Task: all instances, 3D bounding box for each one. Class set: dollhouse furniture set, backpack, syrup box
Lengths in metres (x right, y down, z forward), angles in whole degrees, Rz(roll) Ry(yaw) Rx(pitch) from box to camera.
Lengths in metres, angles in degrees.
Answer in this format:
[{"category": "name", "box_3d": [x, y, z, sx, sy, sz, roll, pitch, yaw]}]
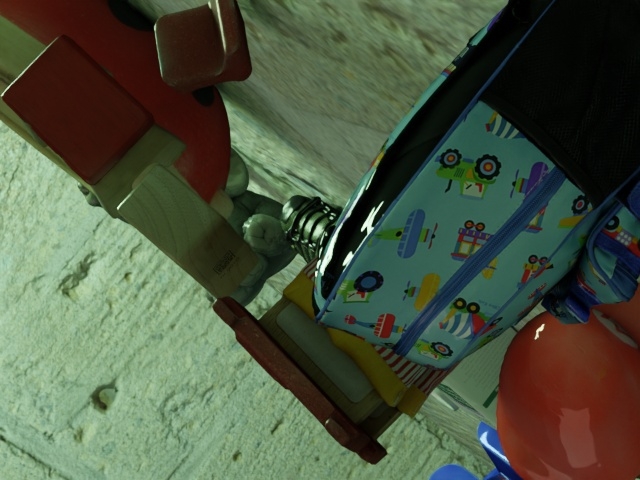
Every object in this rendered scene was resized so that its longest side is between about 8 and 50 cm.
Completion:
[{"category": "dollhouse furniture set", "box_3d": [-0.032, -0.050, 0.833, 0.374, 0.201, 0.152, 43, 176, 18]}, {"category": "backpack", "box_3d": [0.077, -0.015, 0.532, 0.117, 0.173, 0.158, 38, 173, 2]}, {"category": "syrup box", "box_3d": [0.140, 0.105, 1.363, 0.237, 0.096, 0.093, 43, 171, -31]}]

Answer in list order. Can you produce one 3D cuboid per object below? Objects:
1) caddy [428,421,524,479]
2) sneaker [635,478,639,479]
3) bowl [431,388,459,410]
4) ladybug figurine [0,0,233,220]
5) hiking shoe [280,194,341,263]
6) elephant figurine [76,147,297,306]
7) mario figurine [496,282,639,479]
[{"category": "caddy", "box_3d": [0.308, 0.382, 1.734, 0.179, 0.241, 0.341, 52, 168, -31]}, {"category": "sneaker", "box_3d": [0.338, 0.247, 1.082, 0.122, 0.146, 0.330, 41, 172, -12]}, {"category": "bowl", "box_3d": [0.179, 0.180, 1.742, 0.170, 0.080, 0.170, 38, 174, 5]}, {"category": "ladybug figurine", "box_3d": [-0.256, -0.172, 1.289, 0.449, 0.162, 0.305, 38, 173, 5]}, {"category": "hiking shoe", "box_3d": [0.000, 0.000, 1.433, 0.114, 0.086, 0.227, 35, 174, -1]}, {"category": "elephant figurine", "box_3d": [-0.148, -0.041, 1.583, 0.239, 0.169, 0.186, 41, 179, 11]}, {"category": "mario figurine", "box_3d": [0.242, 0.100, 0.854, 0.198, 0.170, 0.320, -11, 156, 31]}]
